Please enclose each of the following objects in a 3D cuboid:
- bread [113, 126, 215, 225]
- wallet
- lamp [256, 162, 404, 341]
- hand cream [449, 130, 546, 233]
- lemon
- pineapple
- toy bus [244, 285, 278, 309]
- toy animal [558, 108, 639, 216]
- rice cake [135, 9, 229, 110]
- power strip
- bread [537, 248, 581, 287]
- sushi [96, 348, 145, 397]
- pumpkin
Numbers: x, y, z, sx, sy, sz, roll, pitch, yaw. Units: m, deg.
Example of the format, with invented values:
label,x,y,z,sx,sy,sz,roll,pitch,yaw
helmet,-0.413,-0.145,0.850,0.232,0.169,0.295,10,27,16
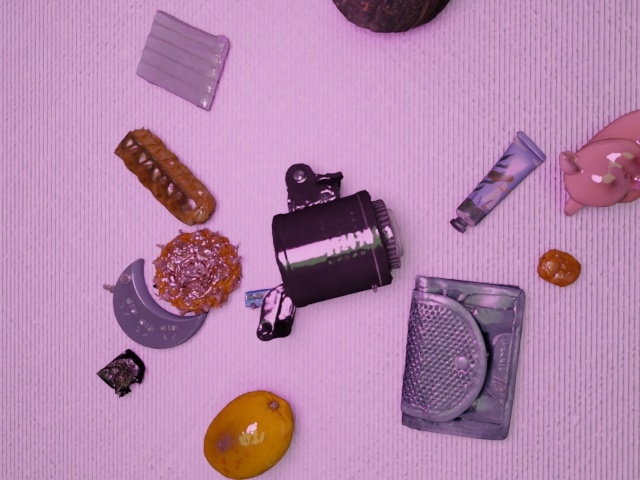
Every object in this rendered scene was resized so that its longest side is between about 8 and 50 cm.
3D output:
label,x,y,z,sx,sy,sz,roll,pitch,yaw
bread,-0.352,-0.143,0.960,0.269,0.098,0.087,45,136,3
wallet,0.306,0.258,0.905,0.236,0.075,0.343,6,91,9
lamp,0.034,0.027,0.860,0.271,0.205,0.375,4,80,10
hand cream,0.382,-0.122,0.910,0.088,0.055,0.256,44,88,0
lemon,-0.155,0.423,0.905,0.207,0.170,0.170,-44,86,10
pineapple,-0.281,0.064,0.935,0.224,0.076,0.225,2,76,-7
toy bus,-0.132,0.134,0.963,0.083,0.038,0.046,-8,86,5
toy animal,0.604,-0.164,0.830,0.250,0.154,0.167,-32,109,-1
rice cake,-0.323,-0.426,0.980,0.197,0.037,0.190,19,92,5
power strip,-0.404,0.159,0.983,0.253,0.054,0.168,35,93,4
bread,0.512,0.059,0.895,0.081,0.046,0.083,-35,86,2
sushi,-0.465,0.317,0.991,0.083,0.056,0.085,-41,85,-3
pumpkin,0.146,-0.602,0.818,0.291,0.257,0.328,-6,95,-7
